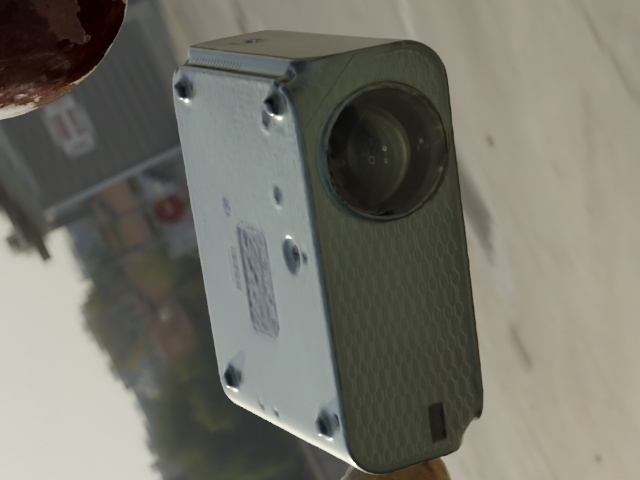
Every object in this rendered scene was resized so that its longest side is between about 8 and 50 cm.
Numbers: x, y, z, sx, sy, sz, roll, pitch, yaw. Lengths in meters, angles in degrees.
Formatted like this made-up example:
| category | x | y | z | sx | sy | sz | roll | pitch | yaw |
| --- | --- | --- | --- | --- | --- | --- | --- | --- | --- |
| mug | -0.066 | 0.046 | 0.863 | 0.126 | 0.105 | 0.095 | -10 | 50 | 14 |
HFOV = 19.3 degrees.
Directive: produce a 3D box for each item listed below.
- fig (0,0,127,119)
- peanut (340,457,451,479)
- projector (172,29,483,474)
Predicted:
| category | x | y | z | sx | sy | sz | roll | pitch | yaw |
| --- | --- | --- | --- | --- | --- | --- | --- | --- | --- |
| fig | -0.213 | -0.131 | 1.013 | 0.175 | 0.207 | 0.175 | 47 | 164 | 18 |
| peanut | 0.036 | 0.258 | 1.425 | 0.110 | 0.236 | 0.120 | 11 | 168 | 33 |
| projector | 0.000 | 0.000 | 1.160 | 0.198 | 0.108 | 0.250 | 18 | 118 | 63 |
